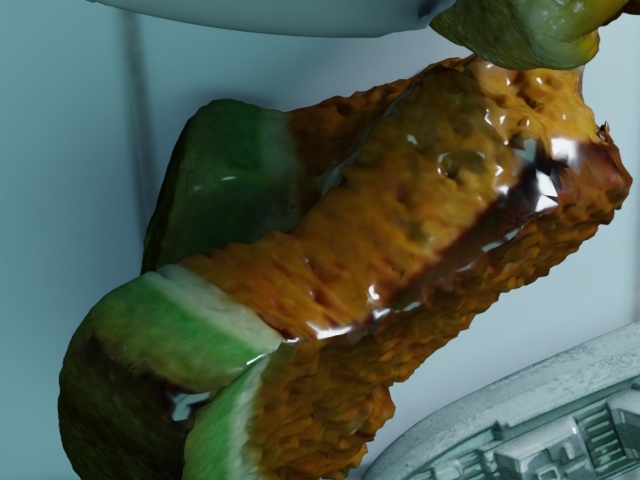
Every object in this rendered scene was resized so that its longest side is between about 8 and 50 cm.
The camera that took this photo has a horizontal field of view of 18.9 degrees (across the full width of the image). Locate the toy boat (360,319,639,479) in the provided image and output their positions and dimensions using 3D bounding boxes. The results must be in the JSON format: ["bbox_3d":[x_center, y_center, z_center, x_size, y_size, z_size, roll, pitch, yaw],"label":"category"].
[{"bbox_3d":[0.132,0.103,1.002,0.260,0.085,0.078,-23,128,2],"label":"toy boat"}]

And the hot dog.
[{"bbox_3d":[0.088,-0.108,0.746,0.084,0.242,0.073,-34,101,-4],"label":"hot dog"}]

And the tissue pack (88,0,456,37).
[{"bbox_3d":[-0.031,-0.248,0.619,0.236,0.229,0.333,14,119,-5],"label":"tissue pack"}]

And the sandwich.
[{"bbox_3d":[0.000,0.000,0.861,0.301,0.162,0.250,-39,162,-7],"label":"sandwich"}]
